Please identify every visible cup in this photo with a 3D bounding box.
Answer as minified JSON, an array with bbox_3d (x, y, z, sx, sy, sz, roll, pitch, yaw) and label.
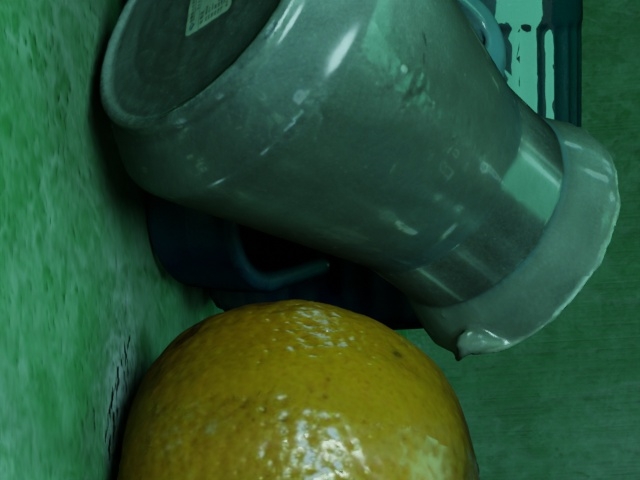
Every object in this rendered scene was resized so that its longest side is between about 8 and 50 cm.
[{"bbox_3d":[0.036,-0.101,1.056,0.308,0.242,0.292,-69,156,-81],"label":"cup"}]

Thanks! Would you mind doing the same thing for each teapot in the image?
[{"bbox_3d":[0.026,-0.067,0.869,0.225,0.171,0.203,36,47,-33],"label":"teapot"}]

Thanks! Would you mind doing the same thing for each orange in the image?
[{"bbox_3d":[-0.006,0.140,0.859,0.224,0.170,0.224,-3,90,-81],"label":"orange"}]
